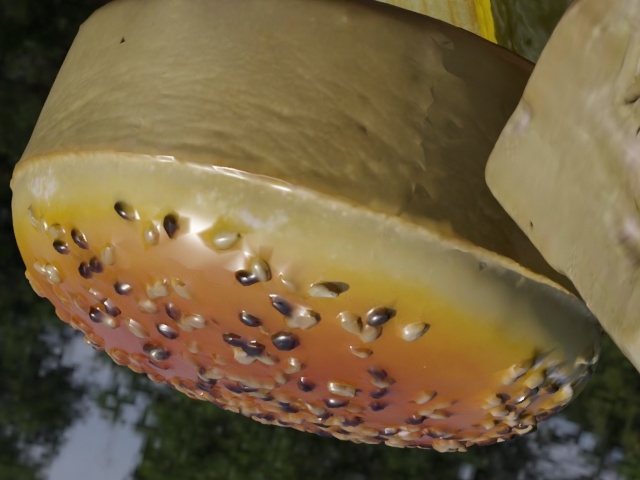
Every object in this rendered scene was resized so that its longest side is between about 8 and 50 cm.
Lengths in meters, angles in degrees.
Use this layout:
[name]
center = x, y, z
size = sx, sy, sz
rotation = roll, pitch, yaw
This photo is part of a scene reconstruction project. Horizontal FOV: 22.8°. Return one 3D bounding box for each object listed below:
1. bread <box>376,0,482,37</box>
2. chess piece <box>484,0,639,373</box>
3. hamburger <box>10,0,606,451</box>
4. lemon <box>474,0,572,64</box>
[bread]
center = 0.056, -0.192, 1.550
size = 0.267, 0.267, 0.040
rotation = 18, 169, 20
[chess piece]
center = 0.134, -0.003, 0.441
size = 0.137, 0.137, 0.301
rotation = 10, -160, -25
[hamburger]
center = 0.000, 0.000, 0.741
size = 0.300, 0.176, 0.300
rotation = 15, 171, 2
[lemon]
center = 0.251, -0.167, 1.011
size = 0.336, 0.336, 0.336
rotation = 14, -171, -2
